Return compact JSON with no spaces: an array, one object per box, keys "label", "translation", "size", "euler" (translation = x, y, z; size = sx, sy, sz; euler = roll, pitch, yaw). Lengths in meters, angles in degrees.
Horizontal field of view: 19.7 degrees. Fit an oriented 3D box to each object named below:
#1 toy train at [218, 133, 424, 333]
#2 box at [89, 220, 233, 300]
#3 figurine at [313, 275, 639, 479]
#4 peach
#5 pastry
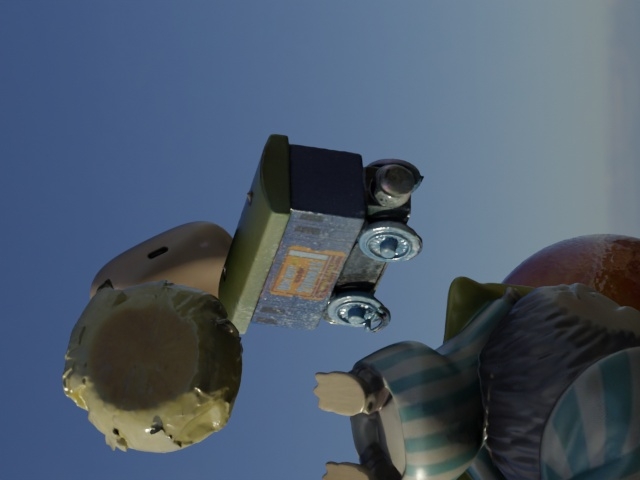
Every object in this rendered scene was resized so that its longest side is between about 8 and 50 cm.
[{"label":"toy train","translation":[0.000,0.000,2.119],"size":[0.299,0.202,0.131],"euler":[111,163,-54]},{"label":"box","translation":[-0.192,0.054,2.313],"size":[0.088,0.200,0.146],"euler":[57,166,32]},{"label":"figurine","translation":[0.251,0.179,1.886],"size":[0.361,0.378,0.266],"euler":[-15,-79,-36]},{"label":"peach","translation":[0.389,0.163,2.568],"size":[0.388,0.388,0.388],"euler":[-1,-90,-80]},{"label":"pastry","translation":[-0.149,0.114,1.673],"size":[0.088,0.166,0.166],"euler":[67,-156,-65]}]
